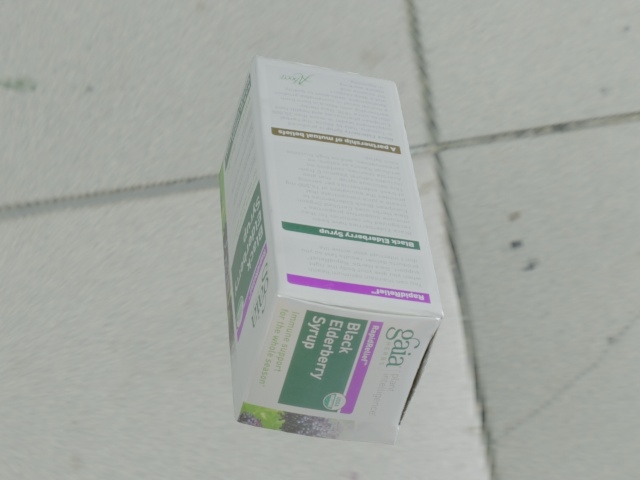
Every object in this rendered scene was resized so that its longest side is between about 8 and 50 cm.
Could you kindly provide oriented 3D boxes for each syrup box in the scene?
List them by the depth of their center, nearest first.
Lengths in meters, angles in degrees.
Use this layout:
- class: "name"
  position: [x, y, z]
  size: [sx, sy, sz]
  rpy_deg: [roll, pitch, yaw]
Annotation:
- class: "syrup box"
  position: [0.000, 0.000, 1.093]
  size: [0.096, 0.237, 0.093]
  rpy_deg: [9, 125, -11]
